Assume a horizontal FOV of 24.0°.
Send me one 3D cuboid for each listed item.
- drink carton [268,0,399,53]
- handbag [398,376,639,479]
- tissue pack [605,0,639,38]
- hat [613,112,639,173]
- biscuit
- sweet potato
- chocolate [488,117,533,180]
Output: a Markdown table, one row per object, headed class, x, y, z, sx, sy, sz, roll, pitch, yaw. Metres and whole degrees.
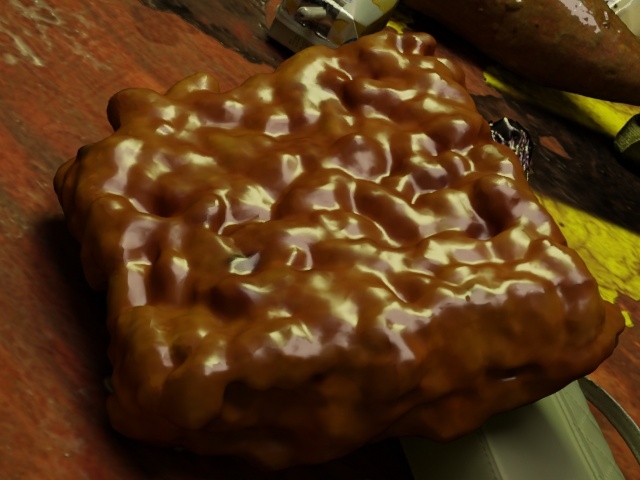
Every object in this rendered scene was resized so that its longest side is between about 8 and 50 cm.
| class | x | y | z | sx | sy | sz | roll | pitch | yaw |
| --- | --- | --- | --- | --- | --- | --- | --- | --- | --- |
| drink carton | 0.009 | -0.201 | 1.350 | 0.084 | 0.074 | 0.200 | 36 | 32 | 6 |
| handbag | 0.159 | 0.161 | 0.987 | 0.219 | 0.079 | 0.256 | 21 | 33 | -31 |
| tissue pack | 0.341 | -0.353 | 1.767 | 0.390 | 0.195 | 0.375 | -7 | 61 | -47 |
| hat | 0.341 | -0.100 | 1.528 | 0.077 | 0.059 | 0.076 | 31 | 26 | 6 |
| biscuit | 0.000 | 0.000 | 0.955 | 0.318 | 0.110 | 0.312 | -13 | 46 | -14 |
| sweet potato | 0.223 | -0.223 | 1.532 | 0.336 | 0.131 | 0.131 | 31 | 31 | -3 |
| chocolate | 0.161 | -0.038 | 1.276 | 0.072 | 0.070 | 0.147 | -5 | 40 | -6 |
